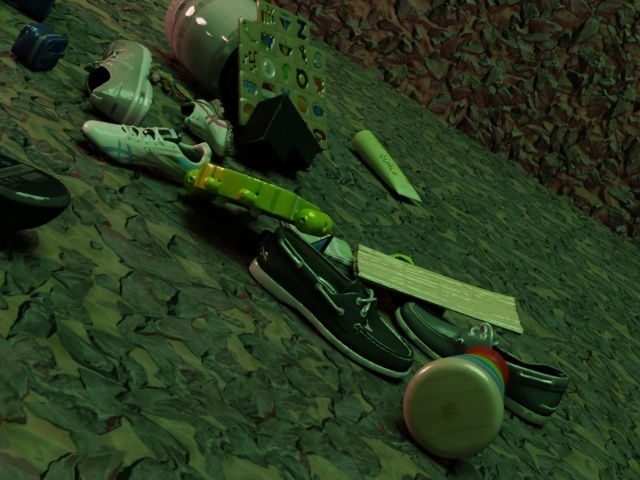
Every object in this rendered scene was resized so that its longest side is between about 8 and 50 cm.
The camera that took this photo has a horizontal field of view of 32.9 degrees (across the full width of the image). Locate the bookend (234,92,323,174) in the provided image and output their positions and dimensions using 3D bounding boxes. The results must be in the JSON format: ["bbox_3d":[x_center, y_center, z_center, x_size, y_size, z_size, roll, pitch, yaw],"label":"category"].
[{"bbox_3d":[-0.082,-0.186,2.200,0.157,0.072,0.156,55,37,-30],"label":"bookend"}]

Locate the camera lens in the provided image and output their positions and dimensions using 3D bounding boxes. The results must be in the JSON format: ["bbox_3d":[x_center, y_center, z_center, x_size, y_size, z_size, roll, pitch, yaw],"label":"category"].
[{"bbox_3d":[-0.202,-0.438,2.438,0.219,0.219,0.274,12,28,-49],"label":"camera lens"}]

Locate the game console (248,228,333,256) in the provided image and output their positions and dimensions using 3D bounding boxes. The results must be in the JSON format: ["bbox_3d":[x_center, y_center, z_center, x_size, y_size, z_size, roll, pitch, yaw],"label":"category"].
[{"bbox_3d":[-0.048,0.004,1.807,0.107,0.071,0.122,34,17,1],"label":"game console"}]

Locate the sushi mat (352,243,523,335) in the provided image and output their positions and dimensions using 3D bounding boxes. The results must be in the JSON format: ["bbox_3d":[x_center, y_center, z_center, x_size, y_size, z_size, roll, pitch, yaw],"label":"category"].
[{"bbox_3d":[0.207,0.086,1.935,0.316,0.019,0.151,20,21,-7],"label":"sushi mat"}]

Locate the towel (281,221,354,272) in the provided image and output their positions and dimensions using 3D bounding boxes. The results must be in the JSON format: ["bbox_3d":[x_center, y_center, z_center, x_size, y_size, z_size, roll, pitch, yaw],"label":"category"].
[{"bbox_3d":[0.000,0.000,1.978,0.152,0.023,0.113,24,21,-28],"label":"towel"}]

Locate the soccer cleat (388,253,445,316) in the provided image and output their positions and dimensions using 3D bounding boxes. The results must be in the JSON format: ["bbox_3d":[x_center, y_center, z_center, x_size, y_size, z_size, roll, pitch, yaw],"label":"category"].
[{"bbox_3d":[0.169,0.085,2.012,0.072,0.060,0.179,2,31,-32],"label":"soccer cleat"}]

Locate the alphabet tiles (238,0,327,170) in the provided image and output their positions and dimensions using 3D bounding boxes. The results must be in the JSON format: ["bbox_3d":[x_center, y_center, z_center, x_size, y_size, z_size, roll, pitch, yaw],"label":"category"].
[{"bbox_3d":[-0.077,-0.328,2.316,0.011,0.342,0.285,-8,-11,37],"label":"alphabet tiles"}]

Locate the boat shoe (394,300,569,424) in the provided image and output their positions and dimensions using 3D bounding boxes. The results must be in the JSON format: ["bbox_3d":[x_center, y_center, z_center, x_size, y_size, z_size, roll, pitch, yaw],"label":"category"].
[{"bbox_3d":[0.278,0.186,1.853,0.319,0.099,0.116,35,21,5],"label":"boat shoe"}]

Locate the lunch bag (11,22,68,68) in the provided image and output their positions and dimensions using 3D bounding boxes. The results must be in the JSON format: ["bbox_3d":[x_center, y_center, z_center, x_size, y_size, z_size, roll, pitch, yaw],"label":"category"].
[{"bbox_3d":[-0.495,-0.343,1.936,0.065,0.067,0.098,36,17,5],"label":"lunch bag"}]

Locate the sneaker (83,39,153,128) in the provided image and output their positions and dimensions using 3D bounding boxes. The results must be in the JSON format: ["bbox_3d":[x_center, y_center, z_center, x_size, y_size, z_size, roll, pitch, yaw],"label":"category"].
[{"bbox_3d":[-0.377,-0.308,1.987,0.115,0.105,0.281,24,21,-27],"label":"sneaker"}]

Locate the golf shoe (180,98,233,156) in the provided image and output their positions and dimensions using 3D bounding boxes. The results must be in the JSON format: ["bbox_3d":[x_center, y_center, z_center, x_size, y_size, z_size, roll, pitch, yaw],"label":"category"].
[{"bbox_3d":[-0.220,-0.214,2.106,0.086,0.067,0.186,-3,32,-18],"label":"golf shoe"}]

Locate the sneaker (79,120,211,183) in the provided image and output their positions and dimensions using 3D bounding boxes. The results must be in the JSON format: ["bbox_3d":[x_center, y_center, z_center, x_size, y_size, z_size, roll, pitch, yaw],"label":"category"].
[{"bbox_3d":[-0.287,-0.161,1.798,0.237,0.086,0.085,16,26,-40],"label":"sneaker"}]

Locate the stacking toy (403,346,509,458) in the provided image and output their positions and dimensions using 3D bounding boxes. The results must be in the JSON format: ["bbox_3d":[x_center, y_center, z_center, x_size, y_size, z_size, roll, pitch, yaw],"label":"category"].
[{"bbox_3d":[0.222,0.226,1.643,0.141,0.141,0.330,37,11,11],"label":"stacking toy"}]

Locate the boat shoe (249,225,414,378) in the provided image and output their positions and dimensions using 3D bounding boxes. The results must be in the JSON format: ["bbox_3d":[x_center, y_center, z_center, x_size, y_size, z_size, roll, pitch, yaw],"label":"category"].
[{"bbox_3d":[0.029,0.094,1.673,0.302,0.091,0.114,35,18,5],"label":"boat shoe"}]

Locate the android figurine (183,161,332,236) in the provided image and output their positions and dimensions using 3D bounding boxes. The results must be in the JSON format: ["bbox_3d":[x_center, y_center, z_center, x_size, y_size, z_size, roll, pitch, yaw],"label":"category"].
[{"bbox_3d":[-0.105,-0.067,1.776,0.248,0.056,0.273,20,0,16],"label":"android figurine"}]

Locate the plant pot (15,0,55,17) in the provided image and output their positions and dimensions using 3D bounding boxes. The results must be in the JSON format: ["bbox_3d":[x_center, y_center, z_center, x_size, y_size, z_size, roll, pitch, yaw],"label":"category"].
[{"bbox_3d":[-0.595,-0.617,2.197,0.212,0.236,0.236,26,18,-18],"label":"plant pot"}]

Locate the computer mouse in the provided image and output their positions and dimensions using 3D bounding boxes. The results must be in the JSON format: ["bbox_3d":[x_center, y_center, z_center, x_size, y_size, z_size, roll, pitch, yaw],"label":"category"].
[{"bbox_3d":[-0.437,-0.076,1.362,0.272,0.072,0.188,26,17,17],"label":"computer mouse"}]

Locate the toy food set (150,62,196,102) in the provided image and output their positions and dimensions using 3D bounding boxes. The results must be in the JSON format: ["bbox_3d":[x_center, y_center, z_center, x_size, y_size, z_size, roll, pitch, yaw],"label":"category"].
[{"bbox_3d":[-0.320,-0.324,2.271,0.122,0.019,0.078,47,21,16],"label":"toy food set"}]

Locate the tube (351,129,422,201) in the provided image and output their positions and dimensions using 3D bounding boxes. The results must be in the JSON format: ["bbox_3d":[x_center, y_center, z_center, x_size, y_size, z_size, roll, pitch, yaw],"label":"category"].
[{"bbox_3d":[0.161,-0.179,2.668,0.070,0.062,0.240,-21,50,-18],"label":"tube"}]
